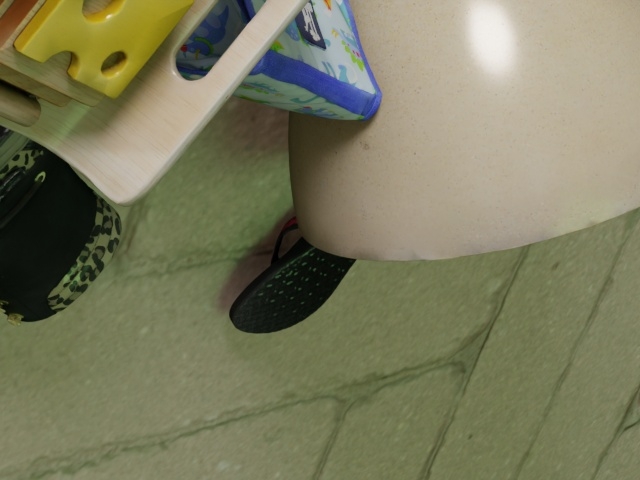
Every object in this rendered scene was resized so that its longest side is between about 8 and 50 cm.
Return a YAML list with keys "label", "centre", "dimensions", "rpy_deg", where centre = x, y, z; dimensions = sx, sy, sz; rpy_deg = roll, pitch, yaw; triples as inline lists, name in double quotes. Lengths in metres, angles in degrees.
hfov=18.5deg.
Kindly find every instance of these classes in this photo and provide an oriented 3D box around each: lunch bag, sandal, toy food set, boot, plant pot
- label: "lunch bag"
  centre: [-0.047, -0.128, 1.171]
  dimensions: [0.129, 0.151, 0.096]
  rpy_deg: [14, 112, -55]
- label: "sandal"
  centre: [0.000, 0.000, 1.462]
  dimensions: [0.179, 0.040, 0.067]
  rpy_deg: [-46, 142, 3]
- label: "toy food set"
  centre: [-0.109, -0.134, 0.883]
  dimensions: [0.220, 0.092, 0.306]
  rpy_deg: [-50, 149, 9]
- label: "boot"
  centre: [-0.228, 0.021, 1.168]
  dimensions: [0.236, 0.085, 0.178]
  rpy_deg: [-46, 150, -7]
- label: "plant pot"
  centre: [0.100, -0.129, 1.285]
  dimensions: [0.284, 0.284, 0.191]
  rpy_deg: [-27, 111, -32]
